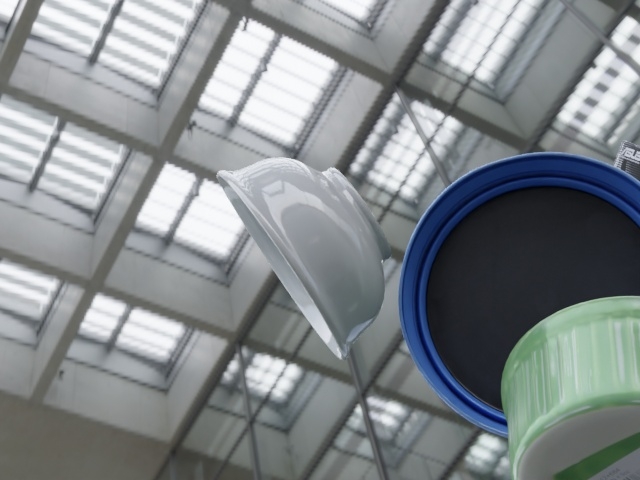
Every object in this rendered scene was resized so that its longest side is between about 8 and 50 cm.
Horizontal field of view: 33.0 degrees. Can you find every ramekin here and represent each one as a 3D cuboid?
[{"bbox_3d":[0.357,0.225,1.243,0.303,0.148,0.303,6,-51,7],"label":"ramekin"}]

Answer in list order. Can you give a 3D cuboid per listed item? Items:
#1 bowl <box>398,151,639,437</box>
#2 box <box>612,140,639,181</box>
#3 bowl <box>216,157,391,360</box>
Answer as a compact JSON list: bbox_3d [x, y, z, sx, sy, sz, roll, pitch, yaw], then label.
[{"bbox_3d":[0.301,0.077,1.457,0.391,0.391,0.077,-25,-17,6],"label":"bowl"},{"bbox_3d":[0.470,-0.042,1.589,0.045,0.191,0.184,15,-78,-16],"label":"box"},{"bbox_3d":[0.000,0.000,1.409,0.134,0.298,0.298,-33,-59,-7],"label":"bowl"}]
